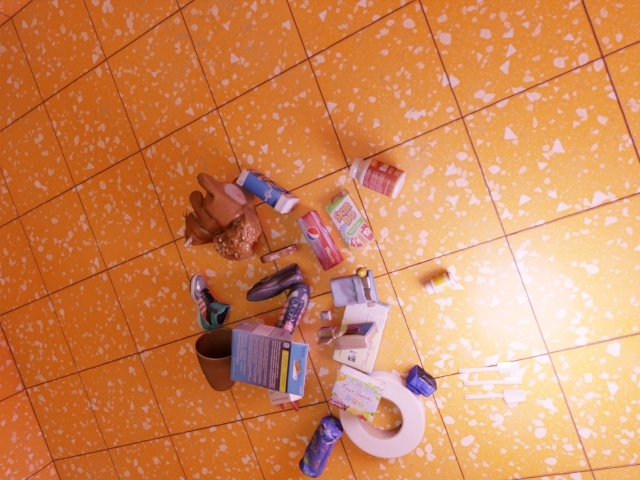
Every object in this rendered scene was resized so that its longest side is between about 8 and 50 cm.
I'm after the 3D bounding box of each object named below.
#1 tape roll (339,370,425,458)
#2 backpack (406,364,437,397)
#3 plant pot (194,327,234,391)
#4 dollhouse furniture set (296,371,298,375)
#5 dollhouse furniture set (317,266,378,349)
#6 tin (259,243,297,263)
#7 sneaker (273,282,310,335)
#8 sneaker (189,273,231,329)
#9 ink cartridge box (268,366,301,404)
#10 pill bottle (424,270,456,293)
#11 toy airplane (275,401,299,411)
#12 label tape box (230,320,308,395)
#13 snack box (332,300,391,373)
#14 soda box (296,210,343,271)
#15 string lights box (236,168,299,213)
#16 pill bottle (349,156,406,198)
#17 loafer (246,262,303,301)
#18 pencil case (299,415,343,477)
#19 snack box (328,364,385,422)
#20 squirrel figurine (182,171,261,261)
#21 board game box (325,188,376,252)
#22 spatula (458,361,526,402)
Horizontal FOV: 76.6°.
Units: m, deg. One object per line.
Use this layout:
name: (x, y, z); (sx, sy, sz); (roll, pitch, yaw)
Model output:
tape roll: (0.276, 0.786, 1.838); (0.391, 0.072, 0.393); (3, 98, 19)
backpack: (0.436, 0.614, 1.751); (0.120, 0.098, 0.101); (35, 116, -2)
plant pot: (-0.492, 0.607, 2.004); (0.237, 0.237, 0.255); (12, 115, 17)
dollhouse furniture set: (-0.155, 0.655, 1.989); (0.076, 0.058, 0.152); (-40, 65, 26)
dollhouse furniture set: (0.084, 0.279, 1.705); (0.286, 0.198, 0.304); (-10, 92, 21)
tin: (-0.194, 0.062, 1.875); (0.189, 0.106, 0.040); (-19, 91, 20)
sneaker: (-0.129, 0.350, 1.867); (0.112, 0.131, 0.319); (19, 108, -9)
sneaker: (-0.539, 0.308, 2.012); (0.178, 0.124, 0.296); (-3, 104, 24)
ink cartridge box: (-0.182, 0.666, 1.921); (0.139, 0.082, 0.191); (-25, 71, 32)
pill bottle: (0.497, 0.179, 1.684); (0.116, 0.065, 0.065); (-27, 88, 19)
toy airplane: (-0.168, 0.792, 2.008); (0.151, 0.028, 0.151); (2, 97, 19)
label tape box: (-0.218, 0.519, 1.800); (0.347, 0.115, 0.249); (8, 103, 12)
snack box: (0.184, 0.415, 1.823); (0.187, 0.060, 0.322); (17, 102, 17)
soda box: (0.000, 0.000, 1.810); (0.083, 0.092, 0.263); (-31, 87, 18)
string lights box: (-0.235, -0.224, 1.836); (0.259, 0.133, 0.077); (34, 106, 11)
pill bottle: (0.234, -0.267, 1.680); (0.216, 0.121, 0.121); (25, 104, 13)
loafer: (-0.219, 0.201, 1.921); (0.302, 0.109, 0.095); (-24, 56, 17)
pencil case: (0.004, 0.984, 1.925); (0.119, 0.133, 0.306); (18, 106, -19)
snack box: (0.159, 0.673, 1.787); (0.207, 0.070, 0.175); (21, 104, 14)
squirrel figurine: (-0.469, -0.063, 1.871); (0.370, 0.281, 0.397); (-41, 81, 25)
board game box: (0.127, -0.087, 1.789); (0.124, 0.039, 0.260); (-32, 84, 19)
spatula: (0.715, 0.598, 1.695); (0.241, 0.019, 0.168); (-11, 95, 19)
